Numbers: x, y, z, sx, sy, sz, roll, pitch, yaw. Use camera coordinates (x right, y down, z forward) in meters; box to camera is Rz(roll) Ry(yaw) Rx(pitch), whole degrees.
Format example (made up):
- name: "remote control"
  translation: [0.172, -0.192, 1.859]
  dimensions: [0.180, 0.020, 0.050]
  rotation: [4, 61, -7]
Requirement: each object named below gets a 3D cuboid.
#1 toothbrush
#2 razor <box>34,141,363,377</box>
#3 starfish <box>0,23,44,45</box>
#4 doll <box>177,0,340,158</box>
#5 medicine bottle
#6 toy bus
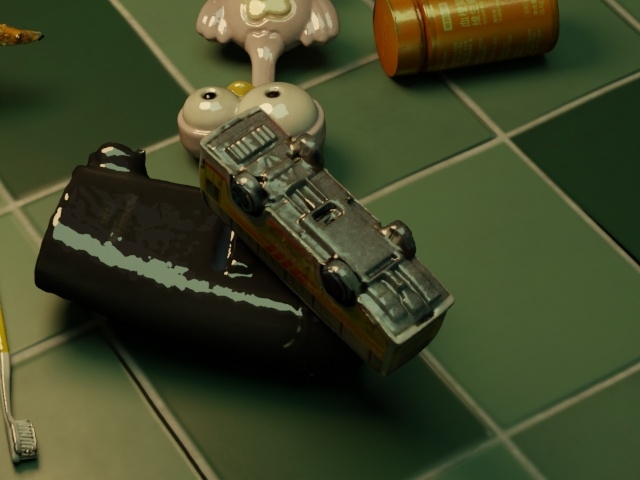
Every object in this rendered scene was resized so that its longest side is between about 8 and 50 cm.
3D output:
- name: "toothbrush"
  translation: [-0.303, 0.093, 1.665]
  dimensions: [0.024, 0.021, 0.288]
  rotation: [-2, 47, -20]
- name: "razor"
  translation: [-0.100, 0.022, 1.679]
  dimensions: [0.327, 0.107, 0.189]
  rotation: [15, 49, 3]
- name: "starfish"
  translation: [-0.494, -0.183, 1.820]
  dimensions: [0.347, 0.078, 0.358]
  rotation: [36, 74, 5]
- name: "doll"
  translation: [-0.065, -0.187, 1.890]
  dimensions: [0.160, 0.094, 0.365]
  rotation: [4, 47, 4]
- name: "medicine bottle"
  translation: [0.162, -0.242, 1.952]
  dimensions: [0.192, 0.096, 0.096]
  rotation: [-9, 49, -13]
- name: "toy bus"
  translation: [0.000, 0.000, 1.577]
  dimensions: [0.092, 0.106, 0.268]
  rotation: [-35, 67, -28]
